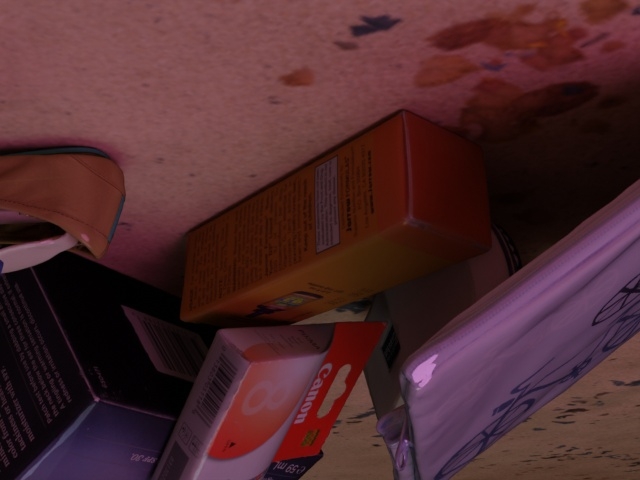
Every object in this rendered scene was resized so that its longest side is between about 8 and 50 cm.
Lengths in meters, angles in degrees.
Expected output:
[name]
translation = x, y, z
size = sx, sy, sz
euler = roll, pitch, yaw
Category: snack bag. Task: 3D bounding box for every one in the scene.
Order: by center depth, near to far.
[snack bag]
translation = 0.168, 0.035, 0.575
size = 0.323, 0.037, 0.342
euler = -35, 157, -7

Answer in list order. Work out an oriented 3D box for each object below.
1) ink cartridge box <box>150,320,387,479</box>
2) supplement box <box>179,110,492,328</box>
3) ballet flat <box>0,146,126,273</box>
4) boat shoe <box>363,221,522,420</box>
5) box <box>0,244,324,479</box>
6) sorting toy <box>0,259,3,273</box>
[ink cartridge box]
translation = -0.026, 0.131, 0.690
size = 0.179, 0.045, 0.145
euler = 4, 119, -45
[supplement box]
translation = 0.000, 0.000, 0.622
size = 0.078, 0.080, 0.233
euler = 17, 149, -38
[ballet flat]
translation = -0.237, -0.014, 0.569
size = 0.232, 0.073, 0.080
euler = -4, 157, 6
[boat shoe]
translation = 0.134, 0.057, 0.750
size = 0.158, 0.127, 0.340
euler = -12, 161, -12
[box]
translation = -0.208, 0.192, 0.770
size = 0.294, 0.183, 0.296
euler = -45, 144, 11
[sorting toy]
translation = -0.323, -0.033, 0.485
size = 0.347, 0.047, 0.196
euler = 2, 157, 28
